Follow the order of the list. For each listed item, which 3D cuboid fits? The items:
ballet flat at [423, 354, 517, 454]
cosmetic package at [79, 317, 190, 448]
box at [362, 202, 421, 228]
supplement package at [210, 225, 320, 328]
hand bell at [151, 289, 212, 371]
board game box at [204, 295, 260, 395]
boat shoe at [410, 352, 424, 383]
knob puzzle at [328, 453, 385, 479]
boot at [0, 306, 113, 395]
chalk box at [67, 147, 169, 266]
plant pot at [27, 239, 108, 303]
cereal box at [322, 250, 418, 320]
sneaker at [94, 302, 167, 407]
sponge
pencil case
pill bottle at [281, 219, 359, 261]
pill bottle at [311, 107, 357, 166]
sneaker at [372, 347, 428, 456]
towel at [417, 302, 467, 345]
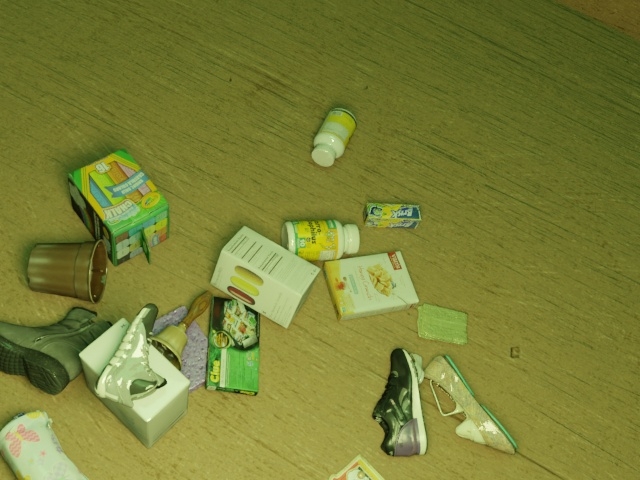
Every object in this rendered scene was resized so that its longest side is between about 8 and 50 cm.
[{"bbox_3d":[0.378,0.451,1.928,0.106,0.108,0.316,-34,65,-7],"label":"ballet flat"},{"bbox_3d":[-0.432,0.338,1.719,0.224,0.225,0.138,40,59,13],"label":"cosmetic package"},{"bbox_3d":[0.217,-0.074,2.225,0.168,0.059,0.054,2,61,-12],"label":"box"},{"bbox_3d":[-0.149,0.097,1.971,0.244,0.139,0.134,29,39,6],"label":"supplement package"},{"bbox_3d":[-0.346,0.212,1.869,0.126,0.126,0.242,28,46,5],"label":"hand bell"},{"bbox_3d":[-0.224,0.270,1.903,0.136,0.030,0.260,14,51,-19],"label":"board game box"},{"bbox_3d":[0.254,0.343,1.974,0.035,0.035,0.100,27,35,-17],"label":"boat shoe"},{"bbox_3d":[0.091,0.640,1.771,0.213,0.030,0.213,6,58,-10],"label":"knob puzzle"},{"bbox_3d":[-0.681,0.234,1.805,0.338,0.118,0.223,26,39,16],"label":"boot"},{"bbox_3d":[-0.522,-0.067,1.978,0.179,0.180,0.289,-32,72,-28],"label":"chalk box"},{"bbox_3d":[-0.648,0.073,1.879,0.165,0.167,0.167,5,58,-2],"label":"plant pot"},{"bbox_3d":[0.142,0.127,2.090,0.240,0.047,0.173,-9,61,-18],"label":"cereal box"},{"bbox_3d":[-0.380,0.260,1.603,0.132,0.086,0.229,27,69,0],"label":"sneaker"},{"bbox_3d":[-0.346,0.278,1.892,0.117,0.031,0.210,-30,69,-26],"label":"sponge"},{"bbox_3d":[-0.606,0.513,1.638,0.273,0.113,0.124,48,41,17],"label":"pencil case"},{"bbox_3d":[0.000,0.000,2.094,0.208,0.118,0.118,-2,59,-14],"label":"pill bottle"},{"bbox_3d":[0.039,-0.323,2.311,0.103,0.103,0.184,24,57,2],"label":"pill bottle"},{"bbox_3d":[0.191,0.413,1.895,0.124,0.107,0.284,-3,59,-8],"label":"sneaker"},{"bbox_3d":[0.346,0.239,2.081,0.148,0.027,0.110,11,56,-5],"label":"towel"}]
